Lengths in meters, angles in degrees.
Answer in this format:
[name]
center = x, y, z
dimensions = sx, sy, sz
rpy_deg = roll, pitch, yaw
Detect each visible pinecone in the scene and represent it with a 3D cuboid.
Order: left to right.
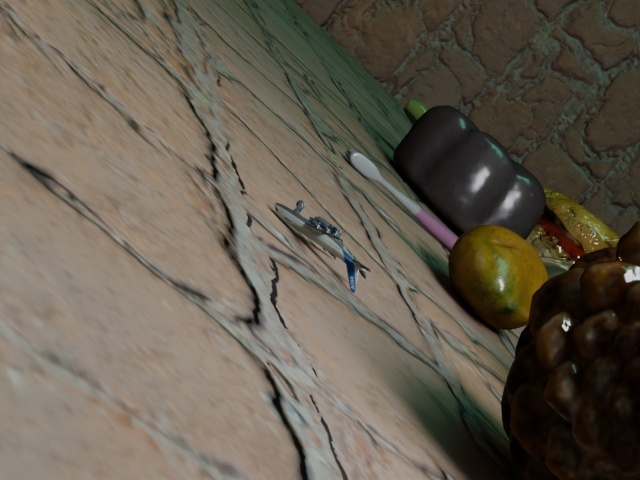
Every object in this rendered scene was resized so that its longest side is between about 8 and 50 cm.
[pinecone]
center = 0.219, 0.106, 0.783
dimensions = 0.224, 0.224, 0.272
rpy_deg = 47, -6, 14

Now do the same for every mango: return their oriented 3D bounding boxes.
[mango]
center = 0.178, 0.035, 1.300
dimensions = 0.165, 0.089, 0.115
rpy_deg = 21, 35, -60

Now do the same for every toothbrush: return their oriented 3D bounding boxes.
[toothbrush]
center = 0.127, -0.025, 1.524
dimensions = 0.286, 0.020, 0.025
rpy_deg = 39, 5, -31

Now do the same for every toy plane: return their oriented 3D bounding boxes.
[toy plane]
center = 0.002, -0.001, 0.889
dimensions = 0.084, 0.024, 0.078
rpy_deg = 46, -9, 4

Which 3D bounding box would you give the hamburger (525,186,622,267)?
[hamburger]
center = 0.388, 0.043, 1.933
dimensions = 0.244, 0.163, 0.244
rpy_deg = 38, 8, -6

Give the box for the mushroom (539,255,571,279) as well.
[mushroom]
center = 0.311, 0.085, 1.624
dimensions = 0.108, 0.096, 0.247
rpy_deg = 16, 14, -13

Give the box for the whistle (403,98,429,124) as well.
[whistle]
center = 0.233, -0.112, 2.052
dimensions = 0.288, 0.106, 0.131
rpy_deg = 48, -8, 4

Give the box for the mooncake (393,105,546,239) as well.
[mooncake]
center = 0.217, -0.085, 1.851
dimensions = 0.245, 0.133, 0.245
rpy_deg = 41, 3, -3
